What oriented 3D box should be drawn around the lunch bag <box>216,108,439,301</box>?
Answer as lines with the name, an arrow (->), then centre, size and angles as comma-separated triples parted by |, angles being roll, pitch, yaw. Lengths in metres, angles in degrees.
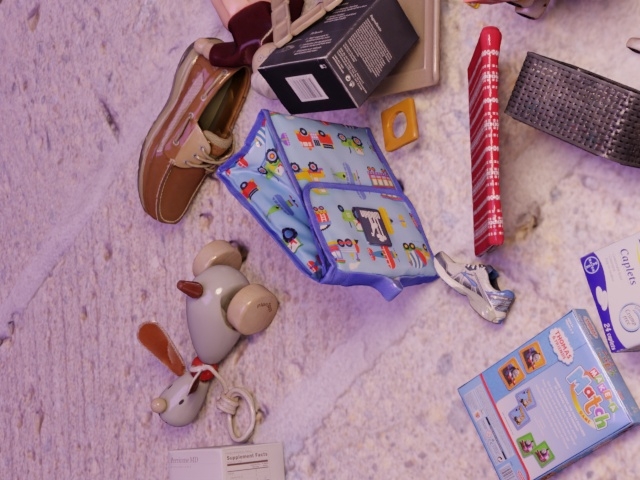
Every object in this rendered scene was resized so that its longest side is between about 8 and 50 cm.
lunch bag -> 0.026, -0.028, 1.609 | 0.138, 0.221, 0.293 | -51, 55, 29

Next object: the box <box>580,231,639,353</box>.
box -> 0.395, 0.053, 1.347 | 0.137, 0.072, 0.126 | -29, 68, 39

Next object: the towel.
towel -> 0.216, -0.122, 1.478 | 0.031, 0.199, 0.275 | -1, 84, 3

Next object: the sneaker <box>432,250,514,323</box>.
sneaker -> 0.211, 0.052, 1.551 | 0.135, 0.052, 0.058 | 43, 107, 29

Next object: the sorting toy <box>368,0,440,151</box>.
sorting toy -> 0.115, -0.297, 1.665 | 0.196, 0.047, 0.348 | -6, 80, 51

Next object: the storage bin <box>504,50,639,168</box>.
storage bin -> 0.330, -0.157, 1.390 | 0.180, 0.122, 0.084 | 31, 109, 41

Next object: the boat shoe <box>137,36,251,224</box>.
boat shoe -> -0.208, -0.175, 1.923 | 0.120, 0.122, 0.324 | 31, 108, 36

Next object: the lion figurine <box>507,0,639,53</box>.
lion figurine -> 0.360, -0.369, 1.391 | 0.392, 0.142, 0.240 | 27, 98, 28

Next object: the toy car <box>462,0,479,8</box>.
toy car -> 0.244, -0.348, 1.546 | 0.122, 0.040, 0.060 | -48, 56, 31

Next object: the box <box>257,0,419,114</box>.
box -> 0.025, -0.262, 1.600 | 0.156, 0.093, 0.158 | 3, 47, 51

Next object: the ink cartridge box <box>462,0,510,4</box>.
ink cartridge box -> 0.260, -0.346, 1.334 | 0.198, 0.067, 0.115 | 0, 96, 42

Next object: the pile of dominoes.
pile of dominoes -> 0.016, -0.382, 1.684 | 0.196, 0.040, 0.251 | -32, 32, 18

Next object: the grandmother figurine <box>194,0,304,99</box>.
grandmother figurine -> -0.114, -0.354, 1.834 | 0.208, 0.104, 0.342 | -38, 57, 19

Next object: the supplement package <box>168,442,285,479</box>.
supplement package -> -0.143, 0.445, 1.801 | 0.139, 0.134, 0.244 | -13, 78, 43

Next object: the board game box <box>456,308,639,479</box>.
board game box -> 0.288, 0.209, 1.463 | 0.211, 0.039, 0.160 | -42, 60, 35

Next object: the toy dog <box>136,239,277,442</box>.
toy dog -> -0.206, 0.164, 1.865 | 0.220, 0.161, 0.334 | 17, 99, 44
